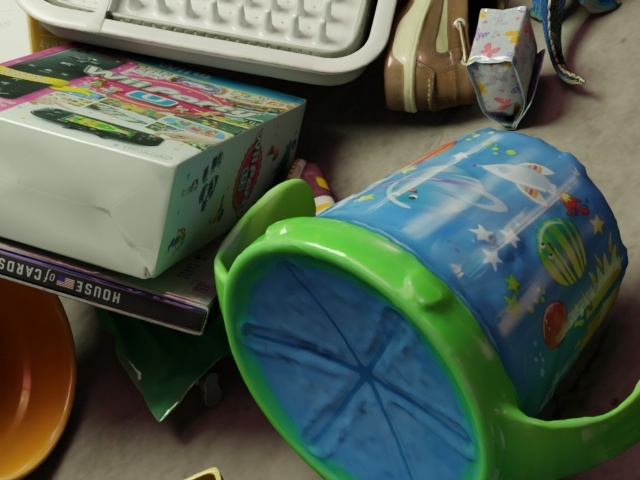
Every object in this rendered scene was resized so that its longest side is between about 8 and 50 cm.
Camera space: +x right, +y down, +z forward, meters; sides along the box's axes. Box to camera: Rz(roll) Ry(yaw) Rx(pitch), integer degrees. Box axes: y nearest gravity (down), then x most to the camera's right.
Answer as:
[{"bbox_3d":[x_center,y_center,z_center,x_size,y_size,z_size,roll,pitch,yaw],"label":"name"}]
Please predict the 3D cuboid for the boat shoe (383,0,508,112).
[{"bbox_3d":[0.124,-0.215,1.408,0.095,0.095,0.257,4,57,12],"label":"boat shoe"}]

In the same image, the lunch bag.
[{"bbox_3d":[0.160,-0.146,1.317,0.053,0.083,0.071,1,50,22],"label":"lunch bag"}]

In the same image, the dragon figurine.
[{"bbox_3d":[0.212,-0.273,1.366,0.085,0.144,0.289,1,50,28],"label":"dragon figurine"}]

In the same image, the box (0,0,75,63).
[{"bbox_3d":[-0.301,-0.325,1.496,0.168,0.215,0.345,-5,92,24],"label":"box"}]

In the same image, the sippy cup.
[{"bbox_3d":[0.090,0.041,1.084,0.305,0.240,0.224,47,56,6],"label":"sippy cup"}]

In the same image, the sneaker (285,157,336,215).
[{"bbox_3d":[0.000,0.000,1.283,0.084,0.069,0.185,18,33,-6],"label":"sneaker"}]

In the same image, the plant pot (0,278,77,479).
[{"bbox_3d":[-0.337,0.108,1.264,0.188,0.205,0.205,-13,43,38],"label":"plant pot"}]

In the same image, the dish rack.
[{"bbox_3d":[-0.088,-0.264,1.410,0.333,0.072,0.285,10,57,4],"label":"dish rack"}]

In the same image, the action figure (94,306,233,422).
[{"bbox_3d":[-0.143,0.047,1.299,0.137,0.063,0.232,-39,50,-15],"label":"action figure"}]

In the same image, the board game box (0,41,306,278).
[{"bbox_3d":[-0.167,-0.075,1.249,0.224,0.097,0.303,16,17,13],"label":"board game box"}]

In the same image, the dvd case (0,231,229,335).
[{"bbox_3d":[-0.179,0.003,1.213,0.239,0.029,0.179,17,18,6],"label":"dvd case"}]

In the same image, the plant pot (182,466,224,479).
[{"bbox_3d":[-0.086,0.227,1.091,0.081,0.083,0.081,-24,43,5],"label":"plant pot"}]
